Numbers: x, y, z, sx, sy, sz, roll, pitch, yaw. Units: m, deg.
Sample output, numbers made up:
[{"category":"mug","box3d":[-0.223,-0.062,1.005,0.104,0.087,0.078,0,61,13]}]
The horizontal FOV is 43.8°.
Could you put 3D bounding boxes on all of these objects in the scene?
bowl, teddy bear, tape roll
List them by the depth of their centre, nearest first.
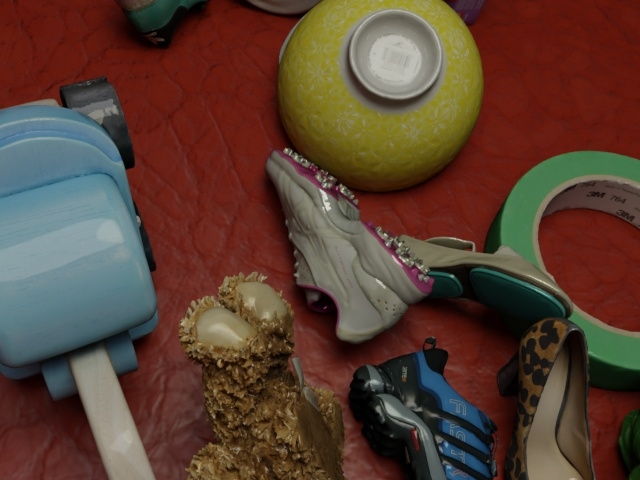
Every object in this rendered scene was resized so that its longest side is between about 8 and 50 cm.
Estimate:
[{"category":"teddy bear","box3d":[-0.052,0.198,0.804,0.113,0.338,0.245,-18,24,16]},{"category":"bowl","box3d":[0.087,-0.217,1.037,0.289,0.156,0.290,0,85,-4]},{"category":"tape roll","box3d":[0.379,0.033,1.043,0.321,0.077,0.321,4,59,-7]}]

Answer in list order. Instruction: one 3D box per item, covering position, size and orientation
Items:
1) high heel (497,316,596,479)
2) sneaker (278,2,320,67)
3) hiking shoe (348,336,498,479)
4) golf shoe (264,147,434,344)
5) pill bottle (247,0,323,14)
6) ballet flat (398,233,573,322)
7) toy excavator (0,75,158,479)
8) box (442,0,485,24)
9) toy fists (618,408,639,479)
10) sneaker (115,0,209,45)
[{"category":"high heel","box3d":[0.264,0.219,0.851,0.093,0.186,0.261,-7,61,-13]},{"category":"sneaker","box3d":[0.075,-0.329,1.189,0.321,0.127,0.126,-38,96,-1]},{"category":"hiking shoe","box3d":[0.153,0.246,0.861,0.132,0.113,0.304,-22,65,-19]},{"category":"golf shoe","box3d":[0.000,0.000,0.983,0.140,0.115,0.306,-51,50,11]},{"category":"pill bottle","box3d":[-0.039,-0.525,1.245,0.176,0.176,0.319,11,59,-2]},{"category":"ballet flat","box3d":[0.188,0.035,0.958,0.248,0.086,0.086,10,53,33]},{"category":"toy excavator","box3d":[-0.241,0.105,0.800,0.222,0.433,0.445,-17,36,-18]},{"category":"box","box3d":[0.230,-0.503,1.204,0.057,0.293,0.201,-7,62,-19]},{"category":"toy fists","box3d":[0.374,0.248,0.844,0.096,0.142,0.279,33,46,1]},{"category":"sneaker","box3d":[-0.207,-0.423,1.196,0.108,0.121,0.302,13,61,26]}]
